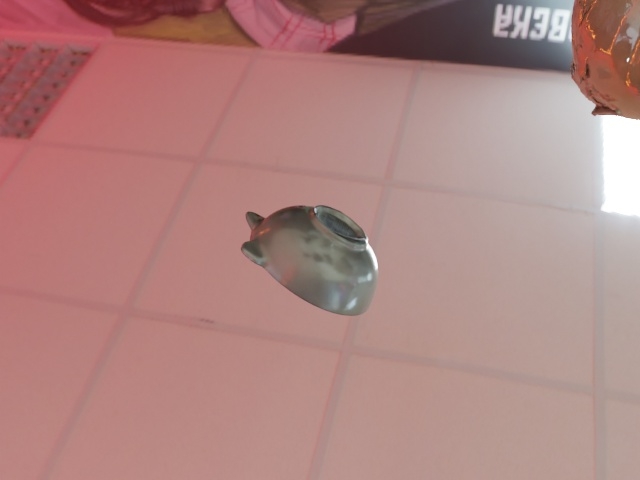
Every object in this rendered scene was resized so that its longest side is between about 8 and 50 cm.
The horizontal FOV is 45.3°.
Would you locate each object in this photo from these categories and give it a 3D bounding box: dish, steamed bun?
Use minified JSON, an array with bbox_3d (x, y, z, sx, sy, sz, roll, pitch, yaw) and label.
[{"bbox_3d":[0.000,0.000,1.101,0.228,0.086,0.236,43,-157,21],"label":"dish"},{"bbox_3d":[0.551,-0.382,1.324,0.233,0.311,0.333,-3,-142,16],"label":"steamed bun"}]
